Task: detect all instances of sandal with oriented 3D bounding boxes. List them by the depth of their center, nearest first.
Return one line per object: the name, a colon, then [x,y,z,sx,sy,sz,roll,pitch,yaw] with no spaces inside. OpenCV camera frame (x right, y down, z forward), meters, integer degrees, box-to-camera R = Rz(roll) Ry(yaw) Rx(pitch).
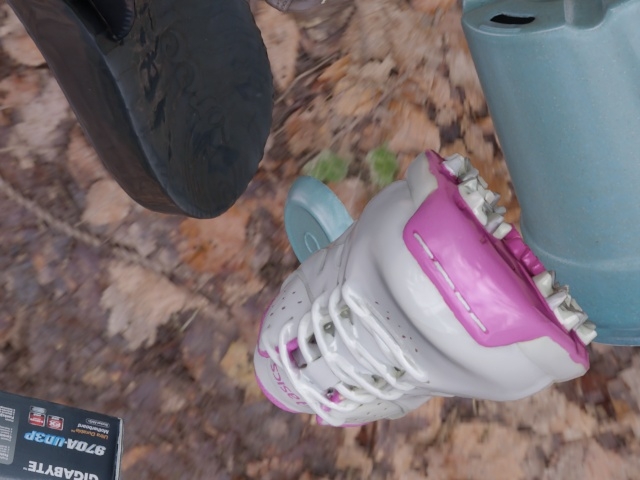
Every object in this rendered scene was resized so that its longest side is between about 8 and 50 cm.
sandal: [-0.102,-0.177,0.781,0.107,0.446,0.167,5,59,29]

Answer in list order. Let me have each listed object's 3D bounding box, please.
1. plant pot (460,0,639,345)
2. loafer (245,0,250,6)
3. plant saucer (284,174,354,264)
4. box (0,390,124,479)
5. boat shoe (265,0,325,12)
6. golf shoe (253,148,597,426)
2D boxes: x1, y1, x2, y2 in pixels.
plant pot: [0.312,-0.132,1.587,0.341,0.341,0.334,-22,118,8]
loafer: [-0.124,-0.252,1.323,0.134,0.130,0.366,-3,103,19]
plant saucer: [0.000,0.000,1.433,0.021,0.119,0.119,-29,97,-23]
box: [-0.228,0.125,0.805,0.220,0.051,0.175,16,142,-19]
boat shoe: [0.010,-0.300,1.210,0.116,0.324,0.097,21,137,-11]
golf shoe: [0.036,0.040,0.716,0.140,0.306,0.115,-36,87,1]
